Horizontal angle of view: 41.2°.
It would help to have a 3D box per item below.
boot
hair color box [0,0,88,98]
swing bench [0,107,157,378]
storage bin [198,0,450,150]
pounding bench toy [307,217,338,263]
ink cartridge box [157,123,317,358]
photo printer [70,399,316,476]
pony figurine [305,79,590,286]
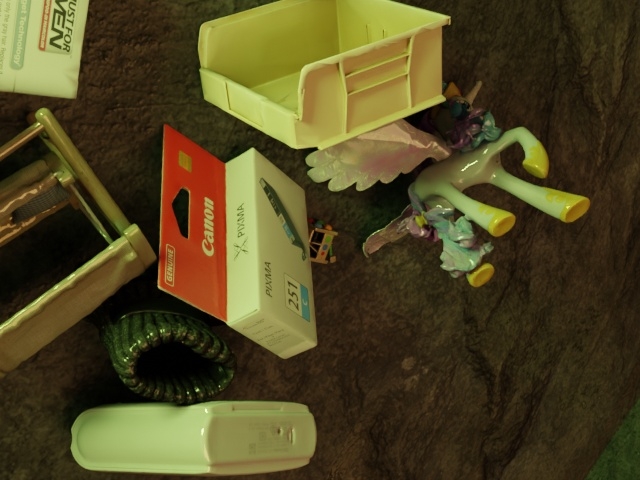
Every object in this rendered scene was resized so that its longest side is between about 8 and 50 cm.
[{"bbox_3d":[-0.172,0.117,1.242,0.348,0.260,0.131,-6,114,-35],"label":"boot"},{"bbox_3d":[-0.453,-0.276,0.936,0.375,0.114,0.185,0,111,-37],"label":"hair color box"},{"bbox_3d":[-0.369,0.012,1.047,0.253,0.165,0.254,-39,110,-13],"label":"swing bench"},{"bbox_3d":[-0.002,-0.250,1.199,0.260,0.262,0.123,-24,126,-27],"label":"storage bin"},{"bbox_3d":[0.000,0.000,1.461,0.083,0.052,0.065,13,102,-41],"label":"pounding bench toy"},{"bbox_3d":[-0.114,-0.010,1.225,0.066,0.296,0.261,-27,139,26],"label":"ink cartridge box"},{"bbox_3d":[-0.201,0.297,1.287,0.256,0.308,0.107,15,70,-53],"label":"photo printer"},{"bbox_3d":[0.203,-0.097,1.421,0.351,0.363,0.302,-36,138,1],"label":"pony figurine"}]
